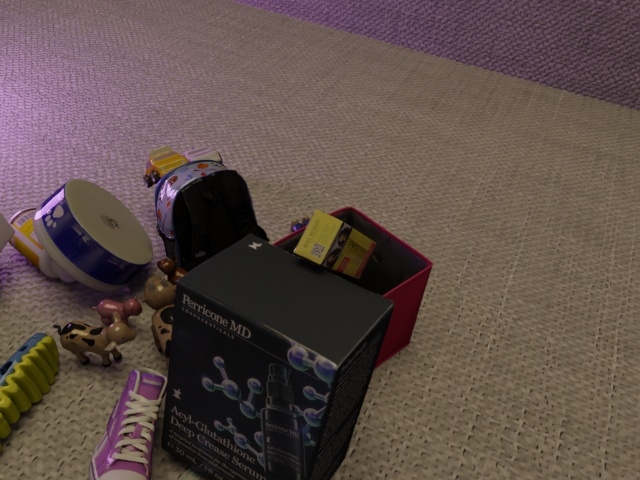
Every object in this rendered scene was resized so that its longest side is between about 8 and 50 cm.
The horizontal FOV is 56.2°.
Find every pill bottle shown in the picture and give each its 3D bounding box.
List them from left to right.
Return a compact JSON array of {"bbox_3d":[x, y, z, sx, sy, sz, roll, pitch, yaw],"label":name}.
[{"bbox_3d":[-0.659,0.013,1.461,0.215,0.117,0.117,32,46,26],"label":"pill bottle"}]

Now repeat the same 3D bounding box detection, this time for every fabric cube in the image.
[{"bbox_3d":[0.052,0.125,1.328,0.254,0.258,0.259,-28,52,-33],"label":"fabric cube"}]

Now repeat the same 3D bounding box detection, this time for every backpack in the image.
[{"bbox_3d":[-0.288,-0.068,1.499,0.277,0.263,0.213,-28,45,-34],"label":"backpack"}]

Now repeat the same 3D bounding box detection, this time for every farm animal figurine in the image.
[{"bbox_3d":[-0.343,0.173,1.252,0.327,0.172,0.330,38,59,23],"label":"farm animal figurine"}]

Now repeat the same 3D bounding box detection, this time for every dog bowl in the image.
[{"bbox_3d":[-0.524,-0.013,1.400,0.104,0.265,0.264,-39,45,11],"label":"dog bowl"}]

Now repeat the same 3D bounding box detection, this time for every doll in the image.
[{"bbox_3d":[0.000,0.000,1.630,0.129,0.046,0.189,-20,47,-27],"label":"doll"}]

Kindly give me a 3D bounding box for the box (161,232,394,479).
[{"bbox_3d":[-0.086,0.242,1.041,0.294,0.395,0.212,24,31,20],"label":"box"}]

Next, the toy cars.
[{"bbox_3d":[-0.386,-0.222,1.661,0.177,0.087,0.393,-18,8,15],"label":"toy cars"}]

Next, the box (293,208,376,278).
[{"bbox_3d":[0.033,0.012,1.091,0.058,0.087,0.232,27,0,21],"label":"box"}]

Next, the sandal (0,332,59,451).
[{"bbox_3d":[-0.625,0.295,1.137,0.138,0.126,0.317,12,39,12],"label":"sandal"}]

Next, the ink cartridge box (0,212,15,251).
[{"bbox_3d":[-0.886,0.069,1.258,0.286,0.166,0.394,-11,38,15],"label":"ink cartridge box"}]

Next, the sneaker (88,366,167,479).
[{"bbox_3d":[-0.325,0.320,1.042,0.102,0.161,0.282,20,13,-21],"label":"sneaker"}]

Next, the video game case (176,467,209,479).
[{"bbox_3d":[-0.191,0.482,1.051,0.184,0.023,0.201,30,45,24],"label":"video game case"}]
